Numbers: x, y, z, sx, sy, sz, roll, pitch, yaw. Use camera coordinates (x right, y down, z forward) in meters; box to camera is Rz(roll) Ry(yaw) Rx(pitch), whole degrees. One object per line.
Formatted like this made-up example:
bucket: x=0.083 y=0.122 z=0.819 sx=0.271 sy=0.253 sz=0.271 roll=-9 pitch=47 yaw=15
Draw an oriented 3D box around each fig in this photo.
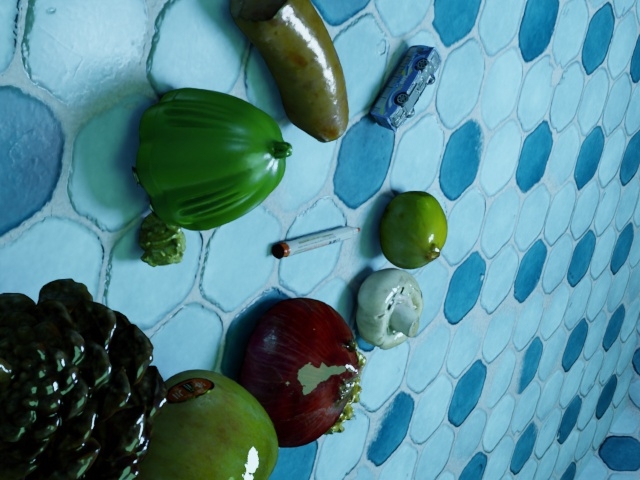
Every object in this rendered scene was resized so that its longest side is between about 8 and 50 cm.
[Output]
fig: x=0.165 y=-0.018 z=1.617 sx=0.136 sy=0.120 sz=0.153 roll=49 pitch=44 yaw=-48

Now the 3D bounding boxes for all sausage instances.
sausage: x=-0.030 y=-0.242 z=1.234 sx=0.109 sy=0.108 sz=0.270 roll=-54 pitch=143 yaw=-21

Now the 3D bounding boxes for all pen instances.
pen: x=0.000 y=0.000 z=1.470 sx=0.218 sy=0.026 sz=0.026 roll=-15 pitch=120 yaw=-51

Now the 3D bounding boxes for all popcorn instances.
popcorn: x=-0.202 y=-0.003 z=1.156 sx=0.068 sy=0.059 sz=0.083 roll=-91 pitch=-173 yaw=-58

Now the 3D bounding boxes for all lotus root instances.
lotus root: x=-0.106 y=-0.102 z=1.099 sx=0.186 sy=0.186 sz=0.186 roll=-31 pitch=131 yaw=-43

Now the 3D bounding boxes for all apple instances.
apple: x=-0.168 y=0.297 z=1.198 sx=0.261 sy=0.194 sz=0.261 roll=-60 pitch=180 yaw=0

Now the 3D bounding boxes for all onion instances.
onion: x=-0.031 y=0.213 z=1.441 sx=0.248 sy=0.161 sz=0.248 roll=-10 pitch=110 yaw=-30

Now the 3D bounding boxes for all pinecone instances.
pinecone: x=-0.284 y=0.183 z=0.990 sx=0.244 sy=0.244 sz=0.309 roll=-51 pitch=161 yaw=-25

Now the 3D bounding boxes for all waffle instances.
waffle: x=0.027 y=0.267 z=1.636 sx=0.160 sy=0.046 sz=0.192 roll=5 pitch=103 yaw=-58

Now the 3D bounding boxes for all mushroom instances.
mushroom: x=0.127 y=0.126 z=1.633 sx=0.154 sy=0.122 sz=0.154 roll=-28 pitch=132 yaw=-36

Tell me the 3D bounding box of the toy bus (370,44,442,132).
toy bus: x=0.142 y=-0.254 z=1.500 sx=0.153 sy=0.061 sz=0.051 roll=-59 pitch=147 yaw=-11
